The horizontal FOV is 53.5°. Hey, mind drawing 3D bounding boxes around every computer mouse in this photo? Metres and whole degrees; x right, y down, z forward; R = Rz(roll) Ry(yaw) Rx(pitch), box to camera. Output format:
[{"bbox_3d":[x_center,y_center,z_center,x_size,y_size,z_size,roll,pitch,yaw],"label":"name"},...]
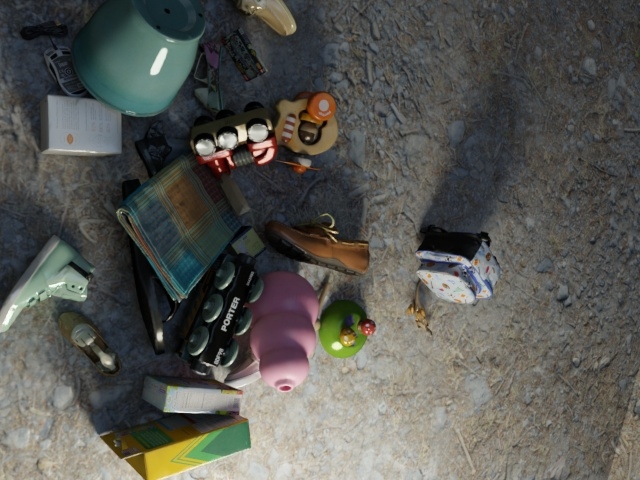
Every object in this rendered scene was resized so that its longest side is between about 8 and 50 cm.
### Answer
[{"bbox_3d":[-0.627,-0.428,1.525,0.106,0.042,0.193,-30,100,-34],"label":"computer mouse"}]

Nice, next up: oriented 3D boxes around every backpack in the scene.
[{"bbox_3d":[0.471,0.094,2.120,0.263,0.276,0.213,37,75,-34],"label":"backpack"}]

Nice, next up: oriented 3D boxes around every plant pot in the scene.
[{"bbox_3d":[-0.408,-0.473,1.490,0.271,0.255,0.272,18,58,-32],"label":"plant pot"}]

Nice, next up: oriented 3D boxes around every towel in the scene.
[{"bbox_3d":[-0.339,-0.055,1.604,0.271,0.040,0.370,60,30,-19],"label":"towel"}]

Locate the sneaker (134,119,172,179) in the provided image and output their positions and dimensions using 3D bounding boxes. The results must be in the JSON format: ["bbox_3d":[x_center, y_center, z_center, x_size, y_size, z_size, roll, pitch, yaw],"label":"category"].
[{"bbox_3d":[-0.419,-0.220,1.652,0.089,0.051,0.170,-28,102,-25],"label":"sneaker"}]

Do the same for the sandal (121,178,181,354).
[{"bbox_3d":[-0.409,0.065,1.585,0.107,0.167,0.446,-9,94,-21],"label":"sandal"}]

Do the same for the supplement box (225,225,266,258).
[{"bbox_3d":[-0.214,0.015,1.783,0.083,0.056,0.083,-42,111,-26],"label":"supplement box"}]

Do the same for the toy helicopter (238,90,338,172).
[{"bbox_3d":[-0.110,-0.288,1.833,0.355,0.140,0.235,-18,109,-21],"label":"toy helicopter"}]

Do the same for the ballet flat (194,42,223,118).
[{"bbox_3d":[-0.303,-0.429,1.724,0.079,0.077,0.221,-1,86,-15],"label":"ballet flat"}]

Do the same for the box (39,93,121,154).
[{"bbox_3d":[-0.576,-0.272,1.527,0.170,0.091,0.130,-1,91,-33],"label":"box"}]

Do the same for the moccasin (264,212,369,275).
[{"bbox_3d":[0.002,0.000,1.875,0.380,0.139,0.147,16,80,-32],"label":"moccasin"}]

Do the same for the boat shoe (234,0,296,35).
[{"bbox_3d":[-0.199,-0.671,1.768,0.302,0.109,0.098,41,74,-20],"label":"boat shoe"}]

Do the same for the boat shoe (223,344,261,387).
[{"bbox_3d":[-0.175,0.329,1.798,0.258,0.095,0.084,-27,101,-41],"label":"boat shoe"}]

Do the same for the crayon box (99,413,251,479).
[{"bbox_3d":[-0.364,0.509,1.599,0.323,0.203,0.083,-8,95,-32],"label":"crayon box"}]

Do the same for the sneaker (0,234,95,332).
[{"bbox_3d":[-0.635,0.130,1.482,0.151,0.094,0.256,38,68,-21],"label":"sneaker"}]

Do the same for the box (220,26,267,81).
[{"bbox_3d":[-0.213,-0.514,1.762,0.027,0.094,0.137,-42,111,-26],"label":"box"}]

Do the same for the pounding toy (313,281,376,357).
[{"bbox_3d":[0.079,0.261,1.943,0.237,0.110,0.183,42,68,-26],"label":"pounding toy"}]

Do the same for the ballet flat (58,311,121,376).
[{"bbox_3d":[-0.555,0.255,1.554,0.073,0.067,0.206,-47,113,-23],"label":"ballet flat"}]

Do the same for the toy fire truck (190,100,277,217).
[{"bbox_3d":[-0.212,-0.212,1.705,0.217,0.158,0.246,-16,132,1],"label":"toy fire truck"}]

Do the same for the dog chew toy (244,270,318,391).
[{"bbox_3d":[-0.101,0.245,1.704,0.206,0.206,0.332,25,42,-31],"label":"dog chew toy"}]

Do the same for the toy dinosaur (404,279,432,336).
[{"bbox_3d":[0.330,0.227,2.149,0.112,0.064,0.211,-12,93,-64],"label":"toy dinosaur"}]

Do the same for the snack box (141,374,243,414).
[{"bbox_3d":[-0.332,0.397,1.636,0.207,0.174,0.070,12,83,-33],"label":"snack box"}]

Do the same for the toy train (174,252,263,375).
[{"bbox_3d":[-0.272,0.185,1.666,0.142,0.190,0.334,29,76,-34],"label":"toy train"}]
